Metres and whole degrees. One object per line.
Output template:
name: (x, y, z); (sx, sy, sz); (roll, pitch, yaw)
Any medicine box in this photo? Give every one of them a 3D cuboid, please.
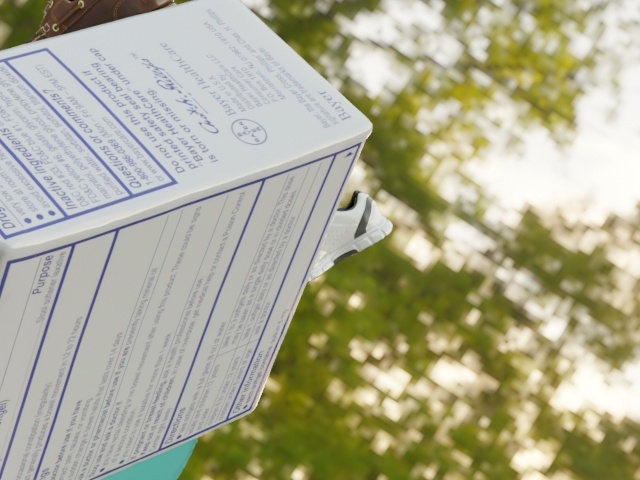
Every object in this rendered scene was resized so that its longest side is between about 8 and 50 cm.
medicine box: (-0.149, 0.016, 1.213); (0.149, 0.289, 0.263); (45, -46, 26)

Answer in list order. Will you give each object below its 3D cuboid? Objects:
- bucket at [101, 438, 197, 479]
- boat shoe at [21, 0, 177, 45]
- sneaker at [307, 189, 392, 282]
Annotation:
bucket: (-0.264, 0.161, 1.941); (0.183, 0.281, 0.281); (39, -6, 38)
boat shoe: (-0.224, -0.209, 1.876); (0.207, 0.073, 0.073); (-23, -79, 29)
sneaker: (0.000, 0.000, 1.526); (0.043, 0.109, 0.040); (61, -10, -15)
